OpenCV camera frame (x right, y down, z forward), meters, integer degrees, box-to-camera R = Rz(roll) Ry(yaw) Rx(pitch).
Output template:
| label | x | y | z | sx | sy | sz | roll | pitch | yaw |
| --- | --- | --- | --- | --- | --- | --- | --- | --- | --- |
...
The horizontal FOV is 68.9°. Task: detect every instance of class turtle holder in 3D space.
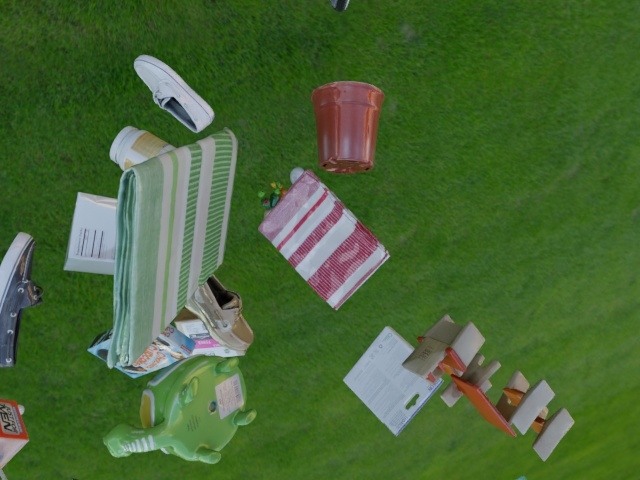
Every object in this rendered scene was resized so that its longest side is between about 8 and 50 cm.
| label | x | y | z | sx | sy | sz | roll | pitch | yaw |
| --- | --- | --- | --- | --- | --- | --- | --- | --- | --- |
| turtle holder | -0.338 | 0.429 | 1.152 | 0.227 | 0.320 | 0.244 | -5 | 127 | 34 |

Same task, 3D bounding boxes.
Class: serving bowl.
| label | x | y | z | sx | sy | sz | roll | pitch | yaw |
| --- | --- | --- | --- | --- | --- | --- | --- | --- | --- |
| serving bowl | -0.094 | -0.251 | 1.871 | 0.027 | 0.083 | 0.084 | -22 | 136 | -44 |

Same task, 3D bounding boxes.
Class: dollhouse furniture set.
| label | x | y | z | sx | sy | sz | roll | pitch | yaw |
| --- | --- | --- | --- | --- | --- | --- | --- | --- | --- |
| dollhouse furniture set | 0.283 | 0.278 | 0.887 | 0.135 | 0.262 | 0.259 | -45 | 108 | -15 |

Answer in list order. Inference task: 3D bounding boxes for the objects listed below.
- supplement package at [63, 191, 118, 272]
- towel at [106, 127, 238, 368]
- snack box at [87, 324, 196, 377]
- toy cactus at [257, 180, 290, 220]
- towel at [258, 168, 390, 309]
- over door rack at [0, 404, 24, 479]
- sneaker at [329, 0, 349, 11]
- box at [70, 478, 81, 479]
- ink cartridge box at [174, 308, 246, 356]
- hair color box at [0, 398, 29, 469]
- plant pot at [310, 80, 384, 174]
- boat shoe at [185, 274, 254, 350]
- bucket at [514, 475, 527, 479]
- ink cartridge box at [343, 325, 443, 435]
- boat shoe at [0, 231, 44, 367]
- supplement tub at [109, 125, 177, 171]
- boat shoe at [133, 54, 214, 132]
| label | x | y | z | sx | sy | sz | roll | pitch | yaw |
| --- | --- | --- | --- | --- | --- | --- | --- | --- | --- |
| supplement package | -0.483 | -0.002 | 1.111 | 0.203 | 0.150 | 0.194 | 10 | 164 | -30 |
| towel | -0.183 | -0.016 | 0.628 | 0.038 | 0.325 | 0.248 | 15 | 112 | 3 |
| snack box | -0.560 | 0.331 | 1.457 | 0.321 | 0.060 | 0.187 | -26 | 123 | 33 |
| toy cactus | -0.179 | -0.145 | 1.861 | 0.219 | 0.112 | 0.181 | -12 | 120 | -69 |
| towel | 0.000 | 0.000 | 1.278 | 0.237 | 0.329 | 0.037 | -48 | 168 | 22 |
| over door rack | -0.621 | 0.325 | 0.798 | 0.108 | 0.324 | 0.240 | -34 | 147 | -12 |
| sneaker | 0.095 | -0.798 | 1.366 | 0.132 | 0.086 | 0.229 | -38 | 152 | -27 |
| box | -0.624 | 0.671 | 1.218 | 0.083 | 0.062 | 0.052 | 23 | 111 | -17 |
| ink cartridge box | -0.409 | 0.348 | 1.774 | 0.234 | 0.088 | 0.194 | -9 | 115 | 9 |
| hair color box | -0.347 | 0.169 | 0.378 | 0.093 | 0.053 | 0.167 | -47 | 146 | -3 |
| plant pot | 0.094 | -0.393 | 1.697 | 0.272 | 0.272 | 0.266 | 5 | 83 | -26 |
| boat shoe | -0.286 | 0.207 | 1.375 | 0.110 | 0.122 | 0.341 | -25 | 128 | 14 |
| bucket | 0.473 | 0.734 | 1.151 | 0.280 | 0.183 | 0.281 | -22 | 142 | -18 |
| ink cartridge box | 0.211 | 0.405 | 1.362 | 0.223 | 0.224 | 0.045 | -53 | 153 | 11 |
| boat shoe | -0.513 | 0.103 | 0.791 | 0.076 | 0.080 | 0.229 | 18 | 74 | -25 |
| supplement tub | -0.525 | -0.250 | 1.442 | 0.199 | 0.144 | 0.144 | 30 | 111 | -3 |
| boat shoe | -0.417 | -0.404 | 1.293 | 0.258 | 0.084 | 0.095 | 37 | 146 | -7 |
